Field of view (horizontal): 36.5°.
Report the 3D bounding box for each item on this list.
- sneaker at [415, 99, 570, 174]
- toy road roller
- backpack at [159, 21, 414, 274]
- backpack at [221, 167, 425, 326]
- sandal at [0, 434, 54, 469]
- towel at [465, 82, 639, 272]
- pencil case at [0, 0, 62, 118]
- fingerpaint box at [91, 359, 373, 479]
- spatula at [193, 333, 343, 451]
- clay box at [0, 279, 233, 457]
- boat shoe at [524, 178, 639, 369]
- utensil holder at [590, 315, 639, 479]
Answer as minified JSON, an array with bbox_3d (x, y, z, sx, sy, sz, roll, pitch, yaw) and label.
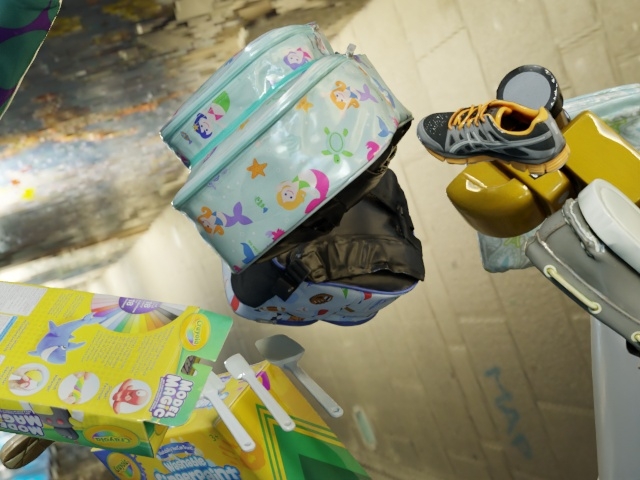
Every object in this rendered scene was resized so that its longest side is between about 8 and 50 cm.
[{"bbox_3d":[0.221,-0.149,1.274,0.215,0.084,0.083,10,144,33],"label":"sneaker"},{"bbox_3d":[0.346,-0.079,1.474,0.329,0.240,0.202,45,-175,27],"label":"toy road roller"},{"bbox_3d":[-0.034,-0.088,0.917,0.191,0.225,0.253,48,-162,-10],"label":"backpack"},{"bbox_3d":[0.000,0.000,1.299,0.213,0.263,0.276,-41,45,48],"label":"backpack"},{"bbox_3d":[-0.375,0.249,1.347,0.049,0.180,0.072,29,133,30],"label":"sandal"},{"bbox_3d":[0.471,-0.111,1.843,0.090,0.375,0.320,-99,-5,-60],"label":"towel"},{"bbox_3d":[-0.192,-0.099,0.517,0.151,0.064,0.070,-49,55,31],"label":"pencil case"},{"bbox_3d":[-0.137,0.419,1.651,0.445,0.163,0.371,-22,110,50],"label":"fingerpaint box"},{"bbox_3d":[-0.077,0.194,1.277,0.242,0.168,0.019,-147,44,-60],"label":"spatula"},{"bbox_3d":[-0.191,0.103,0.796,0.127,0.222,0.053,-68,-19,-47],"label":"clay box"},{"bbox_3d":[0.313,0.071,0.885,0.305,0.091,0.109,41,-151,-18],"label":"boat shoe"},{"bbox_3d":[0.504,0.204,1.221,0.327,0.328,0.385,43,151,57],"label":"utensil holder"}]
